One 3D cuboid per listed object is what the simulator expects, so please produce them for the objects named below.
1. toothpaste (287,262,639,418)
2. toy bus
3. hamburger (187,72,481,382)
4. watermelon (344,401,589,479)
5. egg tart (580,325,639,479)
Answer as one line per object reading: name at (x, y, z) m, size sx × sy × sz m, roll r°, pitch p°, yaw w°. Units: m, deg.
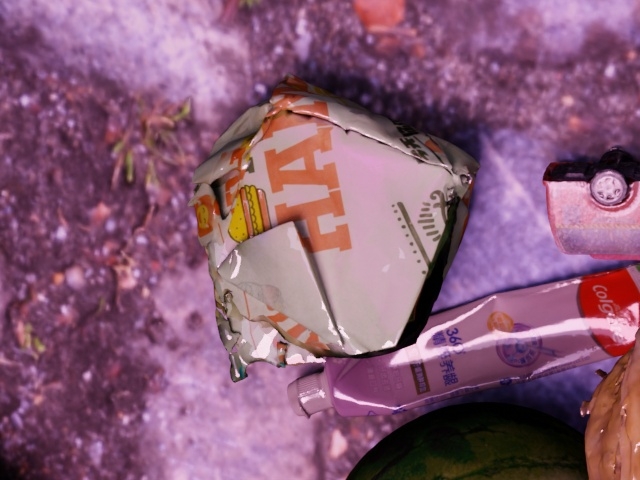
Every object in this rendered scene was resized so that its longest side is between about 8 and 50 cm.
toothpaste at (0.117, 0.086, 1.399) m, size 0.301 × 0.048 × 0.075 m, roll -17°, pitch 92°, yaw 15°
toy bus at (0.262, -0.026, 1.328) m, size 0.192 × 0.065 × 0.077 m, roll 0°, pitch 108°, yaw 15°
hamburger at (-0.001, 0.003, 1.374) m, size 0.214 × 0.125 × 0.235 m, roll 20°, pitch 102°, yaw 16°
watermelon at (0.120, 0.240, 1.329) m, size 0.242 × 0.242 × 0.242 m, roll 3°, pitch 102°, yaw 14°
egg tart at (0.283, 0.164, 1.243) m, size 0.150 × 0.352 × 0.352 m, roll -11°, pitch 99°, yaw 44°
